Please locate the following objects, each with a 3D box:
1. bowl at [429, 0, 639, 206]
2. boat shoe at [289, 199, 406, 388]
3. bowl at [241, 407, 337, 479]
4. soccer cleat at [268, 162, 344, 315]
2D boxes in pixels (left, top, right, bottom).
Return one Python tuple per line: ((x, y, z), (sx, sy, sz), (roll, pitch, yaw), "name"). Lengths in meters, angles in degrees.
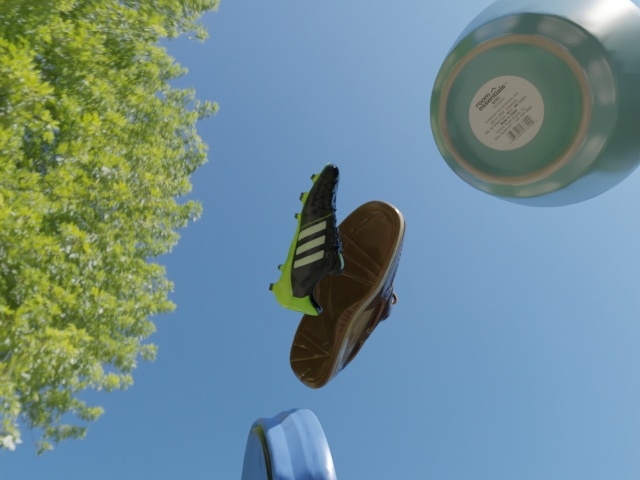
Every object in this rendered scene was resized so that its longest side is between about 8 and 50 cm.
((0.271, -0.175, 0.681), (0.163, 0.312, 0.311), (-28, -56, -51), "bowl")
((0.062, 0.092, 0.875), (0.123, 0.123, 0.341), (0, -64, -50), "boat shoe")
((-0.055, 0.428, 0.694), (0.077, 0.391, 0.390), (4, -70, -15), "bowl")
((0.000, 0.000, 0.606), (0.072, 0.060, 0.178), (20, -85, 11), "soccer cleat")
